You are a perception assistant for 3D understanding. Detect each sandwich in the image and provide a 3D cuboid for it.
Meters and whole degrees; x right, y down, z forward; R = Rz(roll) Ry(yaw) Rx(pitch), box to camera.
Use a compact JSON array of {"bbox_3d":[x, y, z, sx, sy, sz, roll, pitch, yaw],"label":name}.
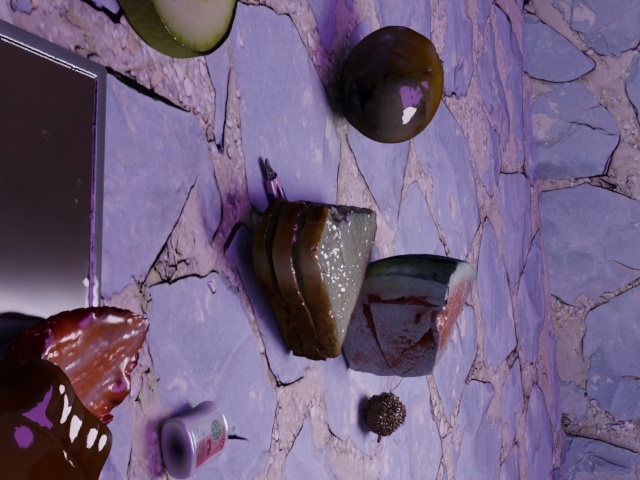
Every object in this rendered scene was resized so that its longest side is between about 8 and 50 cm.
[{"bbox_3d":[0.005,0.000,1.422,0.254,0.100,0.288,72,28,-43],"label":"sandwich"}]

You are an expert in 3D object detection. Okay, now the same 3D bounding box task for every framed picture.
[{"bbox_3d":[-0.281,-0.053,0.922,0.232,0.019,0.296,17,72,-65],"label":"framed picture"}]

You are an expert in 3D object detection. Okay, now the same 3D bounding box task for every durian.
[{"bbox_3d":[0.111,0.305,1.683,0.080,0.080,0.091,28,73,-62],"label":"durian"}]

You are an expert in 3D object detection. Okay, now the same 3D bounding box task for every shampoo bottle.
[{"bbox_3d":[-0.146,0.234,1.161,0.099,0.043,0.072,-18,105,-64],"label":"shampoo bottle"}]

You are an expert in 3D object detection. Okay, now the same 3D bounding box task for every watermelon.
[{"bbox_3d":[0.151,0.121,1.619,0.262,0.213,0.201,-10,97,-65],"label":"watermelon"}]

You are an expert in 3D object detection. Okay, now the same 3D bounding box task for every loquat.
[{"bbox_3d":[0.121,-0.258,1.638,0.179,0.179,0.227,66,35,-39],"label":"loquat"}]

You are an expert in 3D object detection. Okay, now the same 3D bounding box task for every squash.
[{"bbox_3d":[-0.171,-0.344,1.164,0.252,0.049,0.252,-3,90,-68],"label":"squash"}]

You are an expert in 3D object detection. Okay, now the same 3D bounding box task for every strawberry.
[{"bbox_3d":[-0.233,0.116,0.907,0.187,0.082,0.146,-41,146,-45],"label":"strawberry"}]

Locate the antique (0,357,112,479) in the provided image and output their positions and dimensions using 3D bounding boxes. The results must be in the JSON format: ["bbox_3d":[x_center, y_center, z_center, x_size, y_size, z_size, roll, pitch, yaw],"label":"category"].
[{"bbox_3d":[-0.282,0.216,0.727,0.223,0.129,0.278,58,48,-37],"label":"antique"}]

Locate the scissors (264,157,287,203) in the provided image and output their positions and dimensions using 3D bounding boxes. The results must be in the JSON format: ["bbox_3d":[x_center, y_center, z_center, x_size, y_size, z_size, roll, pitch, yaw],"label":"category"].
[{"bbox_3d":[-0.064,-0.068,1.405,0.039,0.012,0.113,-58,140,-51],"label":"scissors"}]
